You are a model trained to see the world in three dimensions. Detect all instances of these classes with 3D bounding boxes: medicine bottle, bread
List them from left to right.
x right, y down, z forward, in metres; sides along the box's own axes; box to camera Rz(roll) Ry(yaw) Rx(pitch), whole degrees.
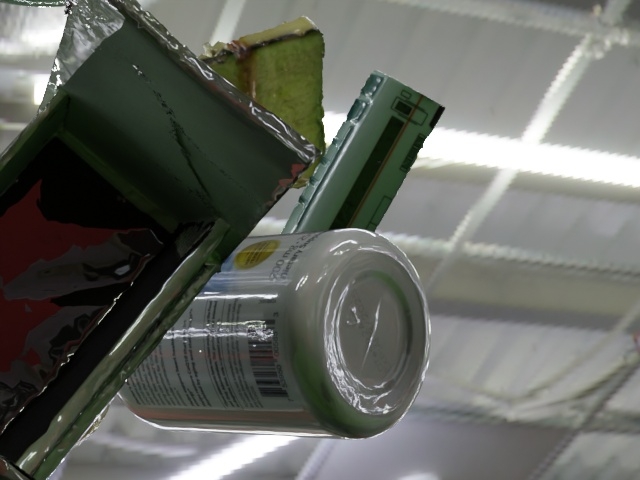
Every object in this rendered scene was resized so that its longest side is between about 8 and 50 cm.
[{"bbox_3d":[-0.068,0.075,1.111,0.289,0.157,0.157,-4,-27,41],"label":"medicine bottle"},{"bbox_3d":[-0.110,-0.167,1.919,0.263,0.198,0.236,-23,-17,-23],"label":"bread"}]

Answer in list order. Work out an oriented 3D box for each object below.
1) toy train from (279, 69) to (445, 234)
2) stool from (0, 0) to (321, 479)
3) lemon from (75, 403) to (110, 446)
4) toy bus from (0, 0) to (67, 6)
[{"bbox_3d":[0.000,0.000,1.615,0.088,0.086,0.407,27,-85,-19],"label":"toy train"},{"bbox_3d":[-0.165,0.022,0.827,0.170,0.243,0.270,39,-21,-4],"label":"stool"},{"bbox_3d":[-0.363,0.195,1.796,0.206,0.173,0.173,-32,-41,6],"label":"lemon"},{"bbox_3d":[-0.271,-0.346,1.322,0.133,0.165,0.271,3,-56,-36],"label":"toy bus"}]
